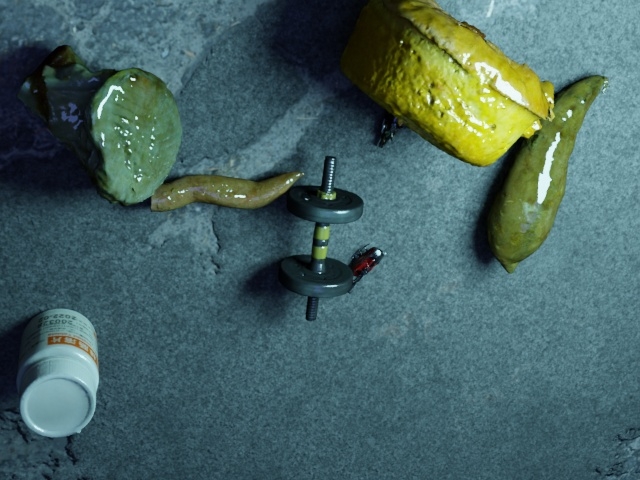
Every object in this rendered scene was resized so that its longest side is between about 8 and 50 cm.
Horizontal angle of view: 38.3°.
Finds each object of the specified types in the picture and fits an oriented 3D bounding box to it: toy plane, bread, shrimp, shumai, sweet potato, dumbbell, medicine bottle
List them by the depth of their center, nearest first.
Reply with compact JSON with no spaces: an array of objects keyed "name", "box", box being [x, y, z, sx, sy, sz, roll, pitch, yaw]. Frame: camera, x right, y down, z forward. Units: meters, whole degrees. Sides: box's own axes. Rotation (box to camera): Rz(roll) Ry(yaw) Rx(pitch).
[{"name":"bread","box":[0.210,-0.272,1.554,0.358,0.337,0.204,29,110,-16]},{"name":"shumai","box":[-0.370,-0.195,1.558,0.204,0.222,0.272,14,135,27]},{"name":"medicine bottle","box":[-0.467,0.232,1.637,0.144,0.252,0.144,-4,113,-10]},{"name":"sweet potato","box":[-0.170,-0.089,1.683,0.281,0.059,0.067,-3,94,-14]},{"name":"dumbbell","box":[0.000,0.000,1.717,0.143,0.143,0.325,2,112,-15]},{"name":"shrimp","box":[0.163,-0.237,1.718,0.091,0.034,0.161,23,103,-21]},{"name":"sweet potato","box":[0.428,-0.136,1.784,0.130,0.130,0.422,19,98,-20]},{"name":"toy plane","box":[0.077,0.056,1.808,0.145,0.060,0.037,-40,117,21]}]
